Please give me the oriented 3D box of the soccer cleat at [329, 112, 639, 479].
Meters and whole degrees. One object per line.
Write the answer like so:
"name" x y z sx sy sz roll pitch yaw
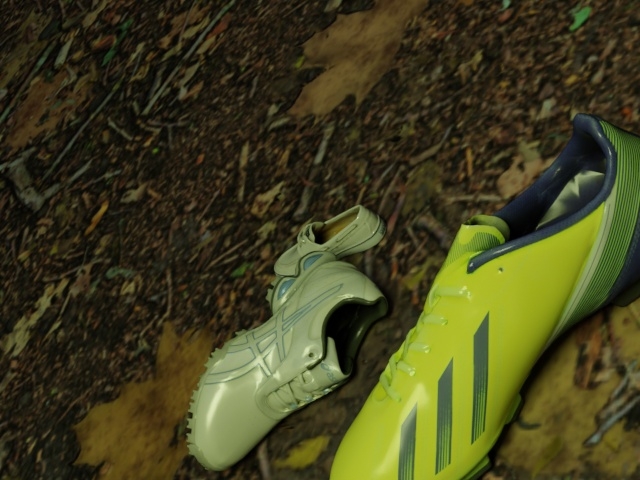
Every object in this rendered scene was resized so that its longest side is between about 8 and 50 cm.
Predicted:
"soccer cleat" 0.093 0.045 0.923 0.289 0.121 0.093 -47 34 3

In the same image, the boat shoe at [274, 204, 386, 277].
"boat shoe" 0.000 0.000 1.153 0.100 0.035 0.035 -23 41 33

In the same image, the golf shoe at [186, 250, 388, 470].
"golf shoe" -0.023 0.089 1.067 0.086 0.069 0.176 23 76 49
